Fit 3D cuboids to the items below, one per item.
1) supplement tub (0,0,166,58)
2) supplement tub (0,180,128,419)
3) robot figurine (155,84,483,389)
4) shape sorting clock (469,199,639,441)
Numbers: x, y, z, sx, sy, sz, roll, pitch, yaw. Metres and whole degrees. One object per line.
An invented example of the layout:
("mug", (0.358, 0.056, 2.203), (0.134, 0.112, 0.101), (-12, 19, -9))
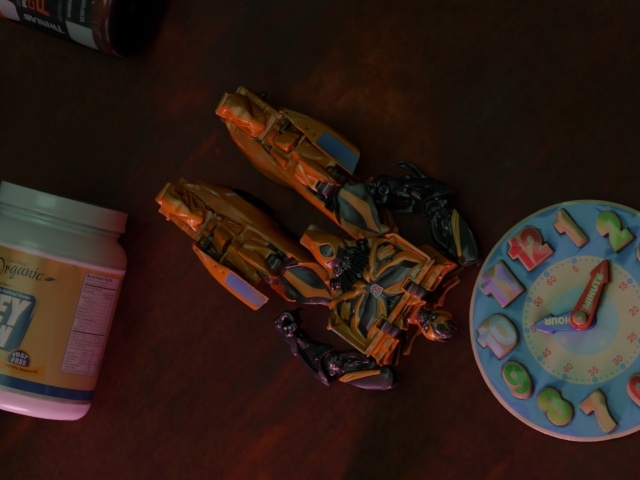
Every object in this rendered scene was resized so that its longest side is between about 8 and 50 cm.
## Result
("supplement tub", (-0.252, -0.248, 1.906), (0.198, 0.106, 0.106), (20, 92, 24))
("supplement tub", (-0.262, 0.055, 1.855), (0.144, 0.144, 0.200), (14, 90, 24))
("robot figurine", (0.000, 0.000, 1.779), (0.291, 0.085, 0.211), (37, 100, 23))
("shape sorting clock", (0.225, 0.068, 1.698), (0.206, 0.040, 0.206), (-3, 83, 24))
